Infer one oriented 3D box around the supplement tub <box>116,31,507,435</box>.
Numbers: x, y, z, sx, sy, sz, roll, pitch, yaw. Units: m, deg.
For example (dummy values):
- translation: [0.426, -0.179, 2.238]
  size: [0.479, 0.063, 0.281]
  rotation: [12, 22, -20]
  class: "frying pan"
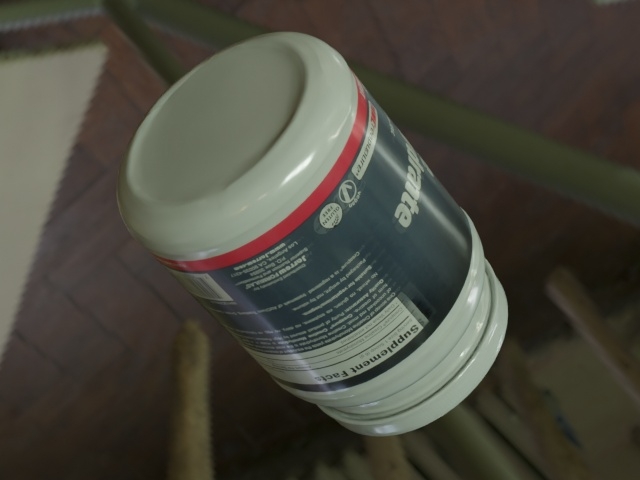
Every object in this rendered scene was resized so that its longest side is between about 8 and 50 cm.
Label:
- translation: [0.000, 0.000, 1.276]
  size: [0.191, 0.191, 0.272]
  rotation: [-44, 127, -3]
  class: "supplement tub"
